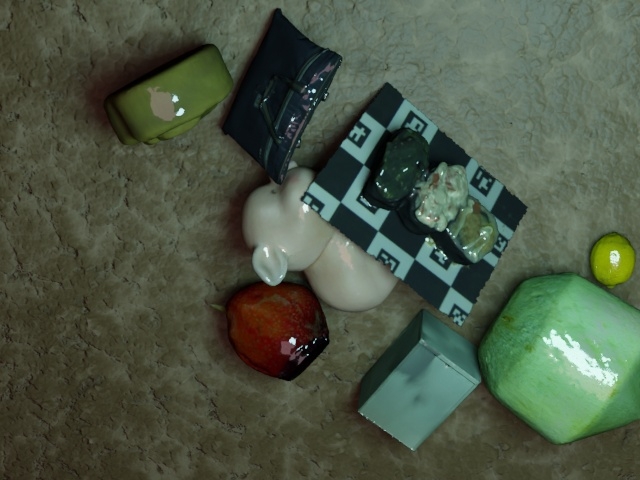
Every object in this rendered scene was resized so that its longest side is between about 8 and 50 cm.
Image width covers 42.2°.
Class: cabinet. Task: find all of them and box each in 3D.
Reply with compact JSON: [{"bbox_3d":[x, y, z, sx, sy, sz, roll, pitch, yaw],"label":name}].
[{"bbox_3d":[0.196,0.277,1.656,0.145,0.150,0.206,36,110,-6],"label":"cabinet"}]

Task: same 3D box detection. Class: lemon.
[{"bbox_3d":[0.554,0.041,1.574,0.082,0.082,0.111,-1,105,4],"label":"lemon"}]

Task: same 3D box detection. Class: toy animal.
[{"bbox_3d":[0.000,0.000,1.539,0.269,0.237,0.326,-28,109,-5],"label":"toy animal"}]

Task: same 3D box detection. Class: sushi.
[{"bbox_3d":[0.202,-0.074,1.448,0.373,0.100,0.296,39,67,-11],"label":"sushi"}]

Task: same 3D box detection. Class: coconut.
[{"bbox_3d":[0.469,0.226,1.547,0.328,0.281,0.329,-1,80,5],"label":"coconut"}]

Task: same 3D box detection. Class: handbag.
[{"bbox_3d":[-0.071,-0.251,1.452,0.088,0.211,0.254,7,118,-43],"label":"handbag"}]

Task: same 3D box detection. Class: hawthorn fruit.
[{"bbox_3d":[-0.101,0.169,1.629,0.251,0.189,0.190,17,114,19],"label":"hawthorn fruit"}]

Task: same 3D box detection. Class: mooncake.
[{"bbox_3d":[-0.256,-0.250,1.446,0.234,0.235,0.117,-23,105,13],"label":"mooncake"}]
